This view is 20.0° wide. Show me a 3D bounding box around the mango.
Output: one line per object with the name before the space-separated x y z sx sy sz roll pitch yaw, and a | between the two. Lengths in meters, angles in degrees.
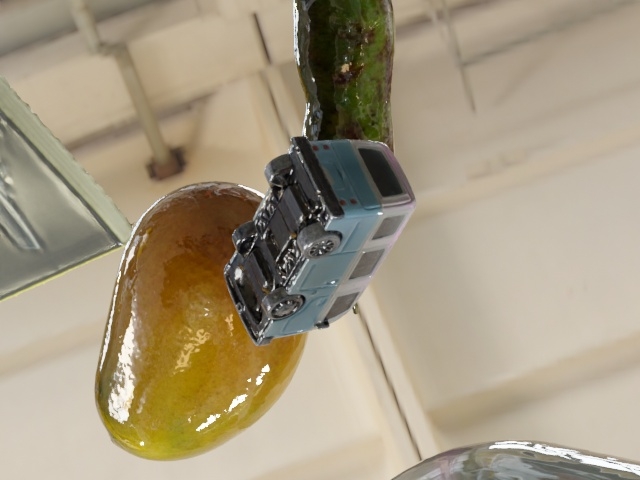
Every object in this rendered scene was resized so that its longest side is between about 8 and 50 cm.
mango | -0.097 0.075 1.567 0.175 0.139 0.255 19 -78 23

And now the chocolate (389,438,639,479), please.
chocolate | 0.070 0.123 0.503 0.147 0.221 0.221 26 -119 36

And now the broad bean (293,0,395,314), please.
broad bean | 0.017 -0.108 1.257 0.061 0.339 0.077 -10 -165 -38

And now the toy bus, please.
toy bus | 0.000 0.000 1.005 0.075 0.123 0.060 -7 -124 -31

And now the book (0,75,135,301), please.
book | -0.333 -0.036 1.197 0.374 0.262 0.028 -22 -149 36
